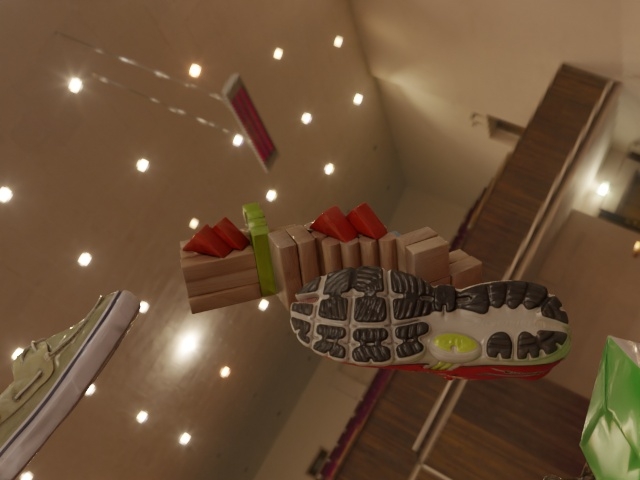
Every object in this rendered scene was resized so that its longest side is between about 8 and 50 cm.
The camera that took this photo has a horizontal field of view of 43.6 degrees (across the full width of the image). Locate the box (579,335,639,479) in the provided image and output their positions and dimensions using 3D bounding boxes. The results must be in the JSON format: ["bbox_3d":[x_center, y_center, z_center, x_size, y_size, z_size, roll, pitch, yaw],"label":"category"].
[{"bbox_3d":[0.360,0.190,0.652,0.262,0.231,0.127,-33,-45,-79],"label":"box"}]

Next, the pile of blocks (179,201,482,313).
[{"bbox_3d":[0.000,0.000,0.910,0.149,0.362,0.113,-69,-23,-58],"label":"pile of blocks"}]

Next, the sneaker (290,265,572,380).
[{"bbox_3d":[0.105,0.102,0.804,0.118,0.279,0.107,74,-154,-57],"label":"sneaker"}]

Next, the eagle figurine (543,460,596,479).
[{"bbox_3d":[0.287,0.314,0.755,0.225,0.226,0.298,-64,-1,20],"label":"eagle figurine"}]

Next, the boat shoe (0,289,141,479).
[{"bbox_3d":[-0.337,0.172,0.987,0.302,0.094,0.109,-51,8,9],"label":"boat shoe"}]
